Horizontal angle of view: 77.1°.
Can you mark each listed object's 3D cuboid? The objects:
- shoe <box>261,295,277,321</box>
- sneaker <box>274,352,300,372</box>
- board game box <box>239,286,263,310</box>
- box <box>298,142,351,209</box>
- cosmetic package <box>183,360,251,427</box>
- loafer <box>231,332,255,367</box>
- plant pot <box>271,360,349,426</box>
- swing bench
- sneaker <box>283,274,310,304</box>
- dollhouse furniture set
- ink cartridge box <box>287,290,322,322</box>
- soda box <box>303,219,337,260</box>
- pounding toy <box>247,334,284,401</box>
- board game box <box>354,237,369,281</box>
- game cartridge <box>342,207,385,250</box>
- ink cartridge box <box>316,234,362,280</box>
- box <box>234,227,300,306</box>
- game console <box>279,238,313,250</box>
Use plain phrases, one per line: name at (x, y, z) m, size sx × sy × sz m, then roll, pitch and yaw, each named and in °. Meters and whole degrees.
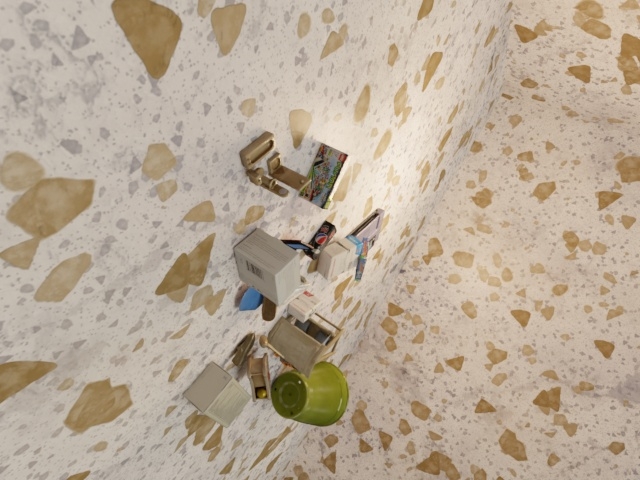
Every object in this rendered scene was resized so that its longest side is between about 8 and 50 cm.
shoe at (-0.180, 0.204, 1.510) m, size 0.058 × 0.077 × 0.218 m, roll -105°, pitch -148°, yaw -60°
sneaker at (-0.145, 0.567, 1.909) m, size 0.083 × 0.215 × 0.084 m, roll -42°, pitch 126°, yaw -13°
board game box at (-0.246, 0.194, 1.477) m, size 0.133 × 0.033 × 0.169 m, roll -58°, pitch 156°, yaw 8°
box at (0.015, -0.224, 1.409) m, size 0.036 × 0.114 × 0.206 m, roll 1°, pitch 116°, yaw -64°
cosmetic package at (-0.391, 0.608, 1.566) m, size 0.160 × 0.113 × 0.309 m, roll -49°, pitch 154°, yaw -25°
loafer at (-0.309, 0.433, 1.610) m, size 0.056 × 0.050 × 0.147 m, roll 90°, pitch 22°, yaw -55°
plant pot at (-0.081, 0.853, 2.241) m, size 0.366 × 0.367 × 0.353 m, roll -60°, pitch 145°, yaw -1°
swing bench at (-0.069, 0.452, 1.852) m, size 0.255 × 0.253 × 0.165 m, roll -23°, pitch 137°, yaw -55°
sneaker at (-0.138, 0.207, 1.660) m, size 0.232 × 0.090 × 0.115 m, roll -10°, pitch 133°, yaw -49°
dollhouse furniture set at (-0.123, -0.206, 1.140) m, size 0.144 × 0.123 × 0.151 m, roll -47°, pitch 154°, yaw -28°
ink cartridge box at (-0.073, 0.307, 1.869) m, size 0.135 × 0.099 × 0.056 m, roll -31°, pitch 145°, yaw -47°
soda box at (0.000, 0.000, 1.716) m, size 0.168 × 0.053 × 0.060 m, roll -54°, pitch 156°, yaw -14°
pounding toy at (-0.226, 0.552, 1.696) m, size 0.154 × 0.155 × 0.269 m, roll -109°, pitch -165°, yaw -73°
board game box at (0.209, 0.098, 2.038) m, size 0.201 × 0.035 × 0.136 m, roll 97°, pitch 4°, yaw -53°
game cartridge at (0.225, -0.001, 2.165) m, size 0.355 × 0.068 × 0.230 m, roll -40°, pitch 146°, yaw -38°
ink cartridge box at (0.091, 0.080, 1.903) m, size 0.203 × 0.086 × 0.148 m, roll -21°, pitch 138°, yaw -35°
box at (-0.169, 0.087, 1.315) m, size 0.119 × 0.181 × 0.181 m, roll -44°, pitch 152°, yaw -32°
game console at (-0.108, 0.050, 1.525) m, size 0.144 × 0.124 × 0.085 m, roll 31°, pitch 63°, yaw -67°
